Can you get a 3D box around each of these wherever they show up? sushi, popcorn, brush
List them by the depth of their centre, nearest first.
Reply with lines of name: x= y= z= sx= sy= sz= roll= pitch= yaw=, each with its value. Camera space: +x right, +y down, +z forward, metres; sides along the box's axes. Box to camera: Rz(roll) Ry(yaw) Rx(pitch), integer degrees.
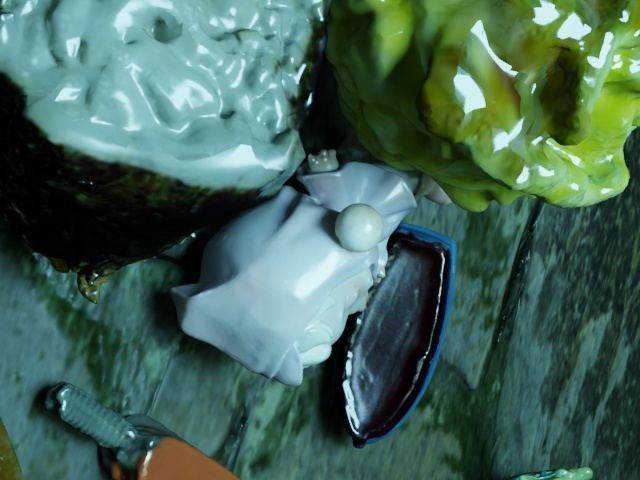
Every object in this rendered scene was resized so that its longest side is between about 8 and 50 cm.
sushi: x=-0.117 y=-0.158 z=0.609 sx=0.234 sy=0.207 sz=0.348 roll=27 pitch=63 yaw=-18
popcorn: x=0.136 y=-0.146 z=0.690 sx=0.293 sy=0.237 sz=0.292 roll=1 pitch=86 yaw=-13
brush: x=-0.107 y=0.206 z=0.777 sx=0.323 sy=0.051 sz=0.070 roll=48 pitch=66 yaw=-39

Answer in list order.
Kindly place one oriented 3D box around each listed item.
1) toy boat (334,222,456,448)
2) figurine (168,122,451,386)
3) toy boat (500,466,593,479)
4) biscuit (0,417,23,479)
toy boat: x=0.067 y=0.094 z=0.920 sx=0.097 sy=0.100 sz=0.223 roll=25 pitch=83 yaw=-81
figurine: x=-0.001 y=0.000 z=0.796 sx=0.133 sy=0.200 sz=0.276 roll=40 pitch=59 yaw=3
toy boat: x=0.181 y=0.339 z=1.067 sx=0.293 sy=0.099 sz=0.108 roll=-39 pitch=122 yaw=-26
biscuit: x=-0.342 y=0.199 z=0.531 sx=0.367 sy=0.063 sz=0.314 roll=-28 pitch=112 yaw=-40
